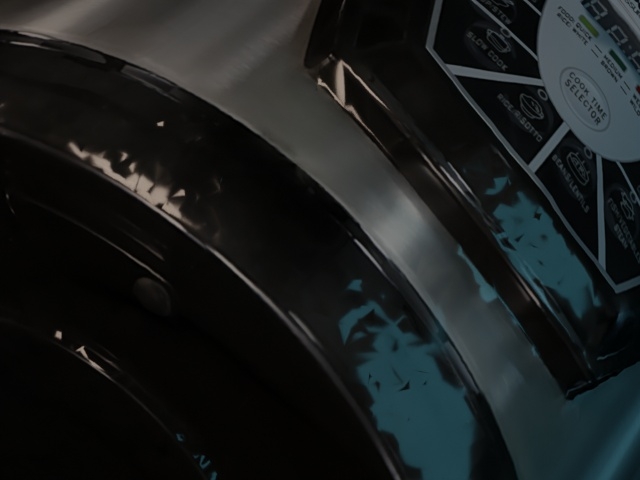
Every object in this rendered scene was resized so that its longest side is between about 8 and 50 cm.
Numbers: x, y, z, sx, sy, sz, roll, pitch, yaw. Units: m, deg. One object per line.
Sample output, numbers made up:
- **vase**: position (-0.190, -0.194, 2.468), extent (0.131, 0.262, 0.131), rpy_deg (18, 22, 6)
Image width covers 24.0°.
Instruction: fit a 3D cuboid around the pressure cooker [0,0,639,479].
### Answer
- **pressure cooker**: position (-0.005, 0.001, 0.702), extent (0.420, 0.376, 0.369), rpy_deg (-43, 146, -47)
